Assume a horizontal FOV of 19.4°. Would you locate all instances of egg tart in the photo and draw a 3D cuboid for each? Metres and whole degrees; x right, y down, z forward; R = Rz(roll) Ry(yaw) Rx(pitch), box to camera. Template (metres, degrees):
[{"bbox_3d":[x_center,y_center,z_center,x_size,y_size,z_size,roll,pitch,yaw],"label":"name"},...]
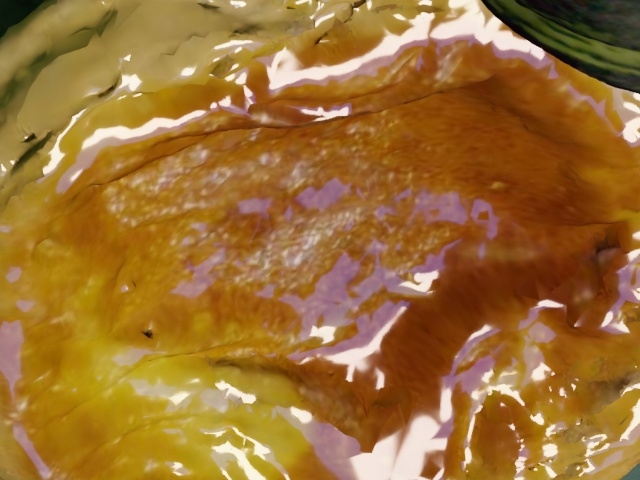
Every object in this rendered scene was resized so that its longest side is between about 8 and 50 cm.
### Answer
[{"bbox_3d":[-0.001,-0.003,0.750,0.352,0.150,0.352,-7,130,-8],"label":"egg tart"}]

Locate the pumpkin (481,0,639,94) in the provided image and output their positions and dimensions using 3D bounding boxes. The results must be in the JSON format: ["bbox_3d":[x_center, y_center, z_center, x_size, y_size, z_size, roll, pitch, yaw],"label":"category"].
[{"bbox_3d":[0.158,-0.175,0.491,0.323,0.241,0.323,-20,163,-7],"label":"pumpkin"}]
